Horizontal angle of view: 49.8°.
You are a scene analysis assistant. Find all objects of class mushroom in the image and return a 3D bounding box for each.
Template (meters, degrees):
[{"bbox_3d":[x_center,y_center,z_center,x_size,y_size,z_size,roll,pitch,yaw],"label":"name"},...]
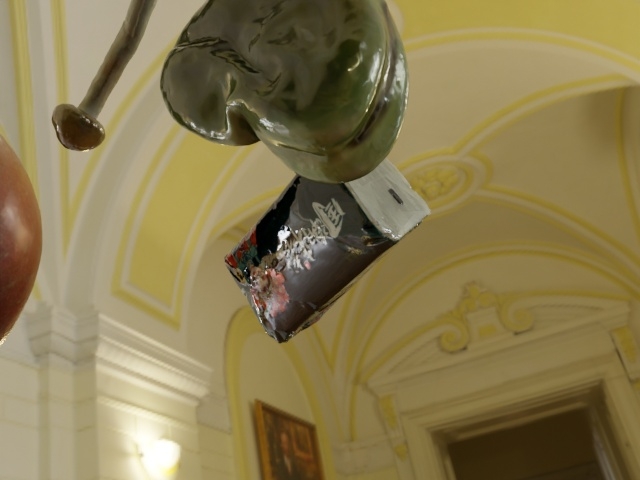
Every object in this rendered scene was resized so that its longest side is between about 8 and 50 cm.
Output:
[{"bbox_3d":[-0.150,-0.214,0.513,0.068,0.043,0.306,-1,-69,-46],"label":"mushroom"}]

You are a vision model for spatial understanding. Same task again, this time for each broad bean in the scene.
[{"bbox_3d":[-0.031,-0.124,0.463,0.153,0.206,0.072,-50,-32,0],"label":"broad bean"}]

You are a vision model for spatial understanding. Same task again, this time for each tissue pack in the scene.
[{"bbox_3d":[0.000,-0.001,0.593,0.090,0.103,0.170,-22,-19,-51],"label":"tissue pack"}]

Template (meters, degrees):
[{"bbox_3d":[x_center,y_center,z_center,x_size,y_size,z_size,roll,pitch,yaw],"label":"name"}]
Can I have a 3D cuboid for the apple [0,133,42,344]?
[{"bbox_3d":[-0.462,0.004,0.696,0.348,0.277,0.349,-17,-59,-29],"label":"apple"}]
